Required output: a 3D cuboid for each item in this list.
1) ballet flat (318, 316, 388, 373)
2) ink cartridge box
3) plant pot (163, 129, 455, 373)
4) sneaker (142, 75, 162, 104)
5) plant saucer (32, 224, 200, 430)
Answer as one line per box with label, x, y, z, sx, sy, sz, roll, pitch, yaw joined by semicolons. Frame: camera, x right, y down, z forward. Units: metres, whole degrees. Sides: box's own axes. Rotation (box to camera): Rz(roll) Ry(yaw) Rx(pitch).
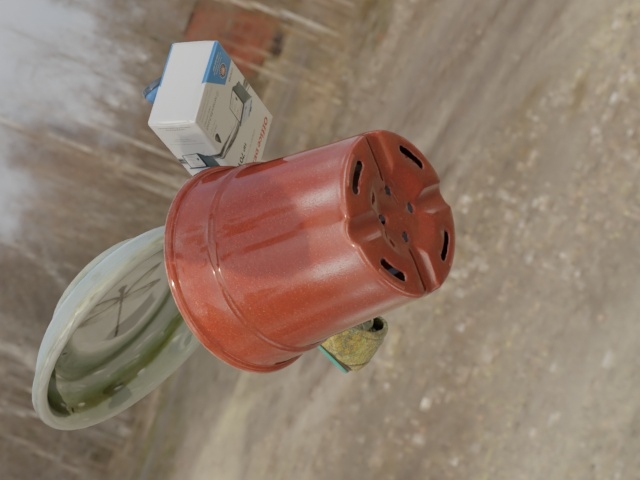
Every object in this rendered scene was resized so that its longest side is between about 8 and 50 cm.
ballet flat;-0.027;0.069;1.928;0.123;0.348;0.123;-31;37;27
ink cartridge box;-0.153;-0.171;1.867;0.191;0.082;0.140;50;-134;-52
plant pot;0.000;0.000;1.586;0.265;0.272;0.272;-20;40;40
sneaker;-0.205;-0.228;2.168;0.069;0.082;0.209;-34;-15;28
plant saucer;-0.290;0.106;1.977;0.400;0.100;0.400;-40;-23;-21
